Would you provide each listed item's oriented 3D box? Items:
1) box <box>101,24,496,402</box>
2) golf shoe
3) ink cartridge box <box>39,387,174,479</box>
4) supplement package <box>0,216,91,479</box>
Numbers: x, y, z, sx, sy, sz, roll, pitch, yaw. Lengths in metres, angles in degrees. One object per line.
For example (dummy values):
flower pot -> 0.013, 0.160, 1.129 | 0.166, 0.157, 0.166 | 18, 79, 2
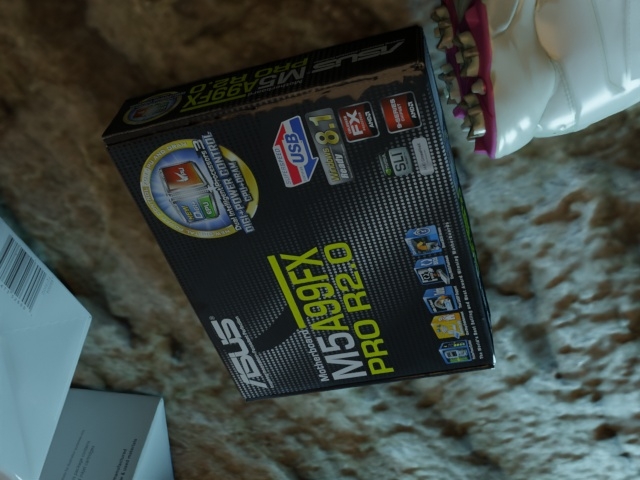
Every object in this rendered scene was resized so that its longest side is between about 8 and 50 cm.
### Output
box -> 0.000, 0.000, 0.561 | 0.216, 0.060, 0.270 | -11, 126, 14
golf shoe -> 0.128, -0.186, 0.383 | 0.140, 0.115, 0.306 | -9, 134, 1
ink cartridge box -> -0.276, 0.254, 0.720 | 0.233, 0.168, 0.171 | 5, 129, 4
supplement package -> -0.371, 0.102, 0.600 | 0.293, 0.175, 0.177 | -14, 132, 16
